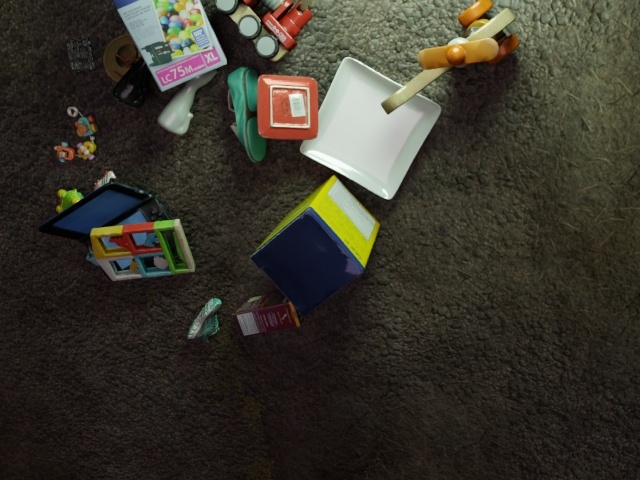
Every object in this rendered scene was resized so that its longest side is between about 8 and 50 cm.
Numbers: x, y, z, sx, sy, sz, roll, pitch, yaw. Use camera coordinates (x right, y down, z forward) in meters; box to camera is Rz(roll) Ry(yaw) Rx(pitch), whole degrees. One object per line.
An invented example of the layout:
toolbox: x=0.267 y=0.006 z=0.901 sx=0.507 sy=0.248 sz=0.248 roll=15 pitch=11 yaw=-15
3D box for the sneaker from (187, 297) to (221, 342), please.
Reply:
sneaker: x=-0.331 y=0.243 z=1.942 sx=0.076 sy=0.065 sz=0.166 roll=30 pitch=116 yaw=-17

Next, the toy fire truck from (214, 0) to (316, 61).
toy fire truck: x=-0.106 y=-0.586 z=1.562 sx=0.246 sy=0.158 sz=0.217 roll=-42 pitch=96 yaw=10

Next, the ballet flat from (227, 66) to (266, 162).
ballet flat: x=-0.198 y=-0.330 z=1.706 sx=0.087 sy=0.083 sz=0.247 roll=8 pitch=112 yaw=35

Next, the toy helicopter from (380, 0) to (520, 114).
toy helicopter: x=0.288 y=-0.402 z=1.485 sx=0.355 sy=0.235 sz=0.140 roll=-35 pitch=99 yaw=21

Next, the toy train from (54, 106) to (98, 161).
toy train: x=-0.696 y=-0.287 z=1.834 sx=0.125 sy=0.046 sz=0.166 roll=22 pitch=112 yaw=3

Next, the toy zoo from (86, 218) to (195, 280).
toy zoo: x=-0.523 y=0.032 z=1.846 sx=0.293 sy=0.030 sz=0.192 roll=-6 pitch=134 yaw=2

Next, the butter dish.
butter dish: x=-0.094 y=-0.331 z=1.658 sx=0.160 sy=0.118 sz=0.160 roll=-1 pitch=89 yaw=-19

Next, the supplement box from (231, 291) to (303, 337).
supplement box: x=-0.143 y=0.206 z=1.857 sx=0.188 sy=0.104 sz=0.081 roll=-13 pitch=106 yaw=16

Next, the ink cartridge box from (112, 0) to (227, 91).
ink cartridge box: x=-0.372 y=-0.534 z=1.554 sx=0.186 sy=0.065 sz=0.311 roll=-23 pitch=123 yaw=2

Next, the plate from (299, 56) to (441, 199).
plate: x=0.126 y=-0.286 z=1.662 sx=0.277 sy=0.045 sz=0.278 roll=29 pitch=112 yaw=2

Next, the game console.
game console: x=-0.589 y=-0.016 z=1.838 sx=0.293 sy=0.173 sz=0.250 roll=-28 pitch=101 yaw=20

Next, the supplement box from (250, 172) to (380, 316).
supplement box: x=0.000 y=0.000 z=1.619 sx=0.195 sy=0.356 sz=0.194 roll=-38 pitch=97 yaw=21

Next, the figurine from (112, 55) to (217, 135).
figurine: x=-0.402 y=-0.417 z=1.699 sx=0.215 sy=0.092 sz=0.209 roll=32 pitch=108 yaw=-10

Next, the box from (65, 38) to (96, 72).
box: x=-0.653 y=-0.503 z=1.764 sx=0.067 sy=0.018 sz=0.083 roll=-3 pitch=108 yaw=13

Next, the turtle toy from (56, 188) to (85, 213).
turtle toy: x=-0.719 y=-0.090 z=1.895 sx=0.095 sy=0.066 sz=0.130 roll=27 pitch=116 yaw=29

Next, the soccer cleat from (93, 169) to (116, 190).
soccer cleat: x=-0.623 y=-0.166 z=1.870 sx=0.035 sy=0.029 sz=0.083 roll=45 pitch=107 yaw=-1

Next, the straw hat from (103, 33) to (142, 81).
straw hat: x=-0.516 y=-0.494 z=1.711 sx=0.144 sy=0.144 sz=0.061 roll=-51 pitch=53 yaw=22
